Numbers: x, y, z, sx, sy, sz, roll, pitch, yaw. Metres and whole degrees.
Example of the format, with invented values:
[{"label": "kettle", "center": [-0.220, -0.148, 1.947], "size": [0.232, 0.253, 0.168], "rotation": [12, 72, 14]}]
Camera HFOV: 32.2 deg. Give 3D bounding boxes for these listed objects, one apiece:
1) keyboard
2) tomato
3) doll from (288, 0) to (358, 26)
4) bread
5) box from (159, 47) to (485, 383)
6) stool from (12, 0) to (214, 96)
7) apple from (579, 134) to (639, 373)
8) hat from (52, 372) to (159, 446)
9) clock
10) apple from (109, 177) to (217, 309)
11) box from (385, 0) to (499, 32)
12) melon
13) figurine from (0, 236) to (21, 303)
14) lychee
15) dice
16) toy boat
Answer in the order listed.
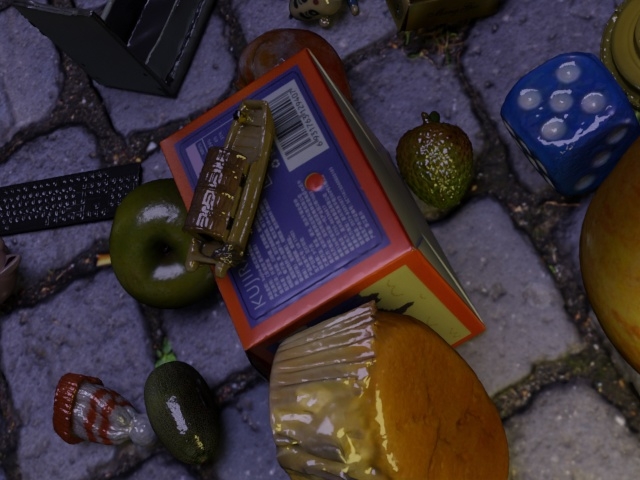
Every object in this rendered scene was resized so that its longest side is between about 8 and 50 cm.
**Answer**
[{"label": "keyboard", "center": [-0.441, -0.069, 1.885], "size": [0.309, 0.018, 0.101], "rotation": [-7, 66, 21]}, {"label": "tomato", "center": [-0.043, -0.233, 1.679], "size": [0.180, 0.155, 0.214], "rotation": [-16, 63, -10]}, {"label": "doll", "center": [0.024, -0.405, 1.790], "size": [0.179, 0.102, 0.089], "rotation": [-27, 17, 15]}, {"label": "bread", "center": [0.091, 0.223, 1.307], "size": [0.183, 0.388, 0.236], "rotation": [-17, 55, 22]}, {"label": "box", "center": [0.000, 0.000, 1.484], "size": [0.256, 0.318, 0.349], "rotation": [-31, 60, 8]}, {"label": "stool", "center": [-0.324, -0.412, 1.834], "size": [0.170, 0.269, 0.244], "rotation": [13, 74, 27]}, {"label": "apple", "center": [0.470, 0.004, 1.239], "size": [0.333, 0.400, 0.400], "rotation": [28, 82, 34]}, {"label": "hat", "center": [-0.310, 0.263, 1.644], "size": [0.162, 0.093, 0.112], "rotation": [17, 115, 22]}, {"label": "clock", "center": [0.503, -0.283, 1.537], "size": [0.237, 0.057, 0.237], "rotation": [-9, 65, 19]}, {"label": "apple", "center": [-0.221, 0.002, 1.662], "size": [0.196, 0.196, 0.157], "rotation": [-34, 17, 7]}, {"label": "box", "center": [0.163, -0.442, 1.717], "size": [0.159, 0.071, 0.240], "rotation": [-11, 60, -12]}, {"label": "melon", "center": [-0.197, 0.248, 1.592], "size": [0.099, 0.099, 0.162], "rotation": [-32, 62, 8]}, {"label": "figurine", "center": [-0.562, 0.054, 1.825], "size": [0.138, 0.125, 0.125], "rotation": [-39, 57, -15]}, {"label": "lychee", "center": [0.165, -0.117, 1.581], "size": [0.114, 0.114, 0.147], "rotation": [-13, 78, 19]}, {"label": "dice", "center": [0.340, -0.157, 1.501], "size": [0.146, 0.146, 0.143], "rotation": [-35, 57, 7]}, {"label": "toy boat", "center": [-0.108, -0.066, 1.323], "size": [0.068, 0.088, 0.226], "rotation": [8, 74, 29]}]
